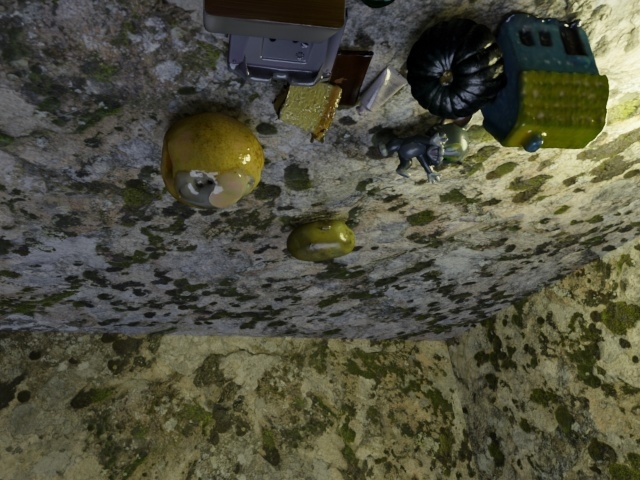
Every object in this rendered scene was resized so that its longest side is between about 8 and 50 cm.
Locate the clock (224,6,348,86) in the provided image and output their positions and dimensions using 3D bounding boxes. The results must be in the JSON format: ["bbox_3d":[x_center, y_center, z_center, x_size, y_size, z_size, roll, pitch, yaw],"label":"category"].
[{"bbox_3d":[-0.079,-0.431,1.094,0.253,0.083,0.186,1,150,-14],"label":"clock"}]

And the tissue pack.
[{"bbox_3d":[-0.088,-0.460,0.916,0.246,0.159,0.136,0,-170,-13],"label":"tissue pack"}]

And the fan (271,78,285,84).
[{"bbox_3d":[-0.097,-0.406,1.219,0.083,0.004,0.056,-20,149,22],"label":"fan"}]

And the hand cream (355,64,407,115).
[{"bbox_3d":[0.149,-0.379,1.294,0.142,0.053,0.084,-42,139,25],"label":"hand cream"}]

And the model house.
[{"bbox_3d":[0.513,-0.340,1.193,0.237,0.303,0.215,-1,158,-13],"label":"model house"}]

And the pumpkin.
[{"bbox_3d":[0.304,-0.386,1.142,0.221,0.162,0.220,14,126,21],"label":"pumpkin"}]

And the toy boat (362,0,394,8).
[{"bbox_3d":[0.125,-0.539,0.974,0.104,0.052,0.210,12,151,-2],"label":"toy boat"}]

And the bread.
[{"bbox_3d":[-0.033,-0.342,1.266,0.147,0.127,0.152,17,118,-26],"label":"bread"}]

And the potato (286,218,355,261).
[{"bbox_3d":[0.000,0.000,1.840,0.228,0.148,0.197,-16,173,28],"label":"potato"}]

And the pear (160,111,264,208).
[{"bbox_3d":[-0.283,-0.208,1.322,0.271,0.271,0.271,-6,152,-3],"label":"pear"}]

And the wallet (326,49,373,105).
[{"bbox_3d":[0.063,-0.400,1.243,0.095,0.026,0.176,-1,156,-11],"label":"wallet"}]

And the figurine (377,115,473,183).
[{"bbox_3d":[0.304,-0.258,1.454,0.265,0.140,0.193,-1,130,15],"label":"figurine"}]
